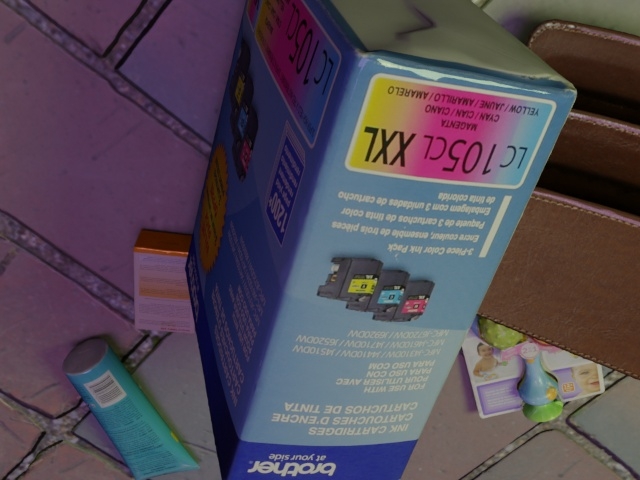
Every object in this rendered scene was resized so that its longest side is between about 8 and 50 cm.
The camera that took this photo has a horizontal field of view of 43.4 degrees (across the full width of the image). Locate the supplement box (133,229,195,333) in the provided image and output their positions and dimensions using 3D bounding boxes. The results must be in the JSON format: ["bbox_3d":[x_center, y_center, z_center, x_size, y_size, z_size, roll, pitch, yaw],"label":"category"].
[{"bbox_3d":[-0.152,0.042,0.800,0.062,0.036,0.098,6,120,-3],"label":"supplement box"}]

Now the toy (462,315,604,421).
[{"bbox_3d":[0.207,0.088,0.803,0.136,0.056,0.237,-14,119,9],"label":"toy"}]

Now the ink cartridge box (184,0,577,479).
[{"bbox_3d":[0.000,0.000,0.621,0.151,0.270,0.396,4,123,-19],"label":"ink cartridge box"}]

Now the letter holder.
[{"bbox_3d":[0.270,-0.019,0.626,0.301,0.152,0.214,22,127,7],"label":"letter holder"}]

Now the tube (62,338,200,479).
[{"bbox_3d":[-0.212,0.199,0.892,0.080,0.052,0.207,-12,125,15],"label":"tube"}]
